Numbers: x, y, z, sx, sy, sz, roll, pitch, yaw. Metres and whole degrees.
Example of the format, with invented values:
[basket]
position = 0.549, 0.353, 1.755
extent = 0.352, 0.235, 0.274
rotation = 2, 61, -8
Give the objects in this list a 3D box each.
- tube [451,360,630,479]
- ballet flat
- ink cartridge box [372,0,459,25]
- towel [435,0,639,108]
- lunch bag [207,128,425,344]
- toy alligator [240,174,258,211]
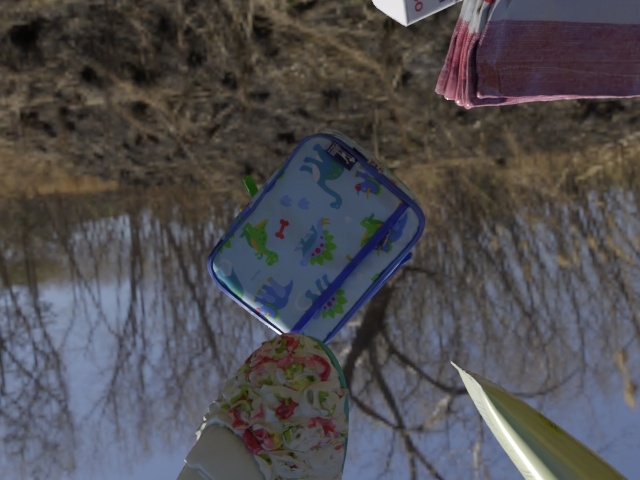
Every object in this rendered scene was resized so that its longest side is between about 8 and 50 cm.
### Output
[tube]
position = 0.172, 0.163, 0.579
extent = 0.062, 0.240, 0.070
rotation = -44, 178, -42
[ballet flat]
position = -0.049, 0.155, 0.483
extent = 0.077, 0.241, 0.091
rotation = -16, -137, -44
[ink cartridge box]
position = 0.172, -0.413, 1.285
extent = 0.218, 0.159, 0.092
rotation = -26, -137, -13
[towel]
position = 0.215, -0.245, 0.639
extent = 0.237, 0.329, 0.037
rotation = -11, -142, -37
[lunch bag]
position = 0.000, 0.000, 1.042
extent = 0.219, 0.176, 0.090
rotation = -48, -177, 12
[toy alligator]
position = -0.060, -0.003, 1.315
extent = 0.056, 0.190, 0.051
rotation = -27, 172, -1
